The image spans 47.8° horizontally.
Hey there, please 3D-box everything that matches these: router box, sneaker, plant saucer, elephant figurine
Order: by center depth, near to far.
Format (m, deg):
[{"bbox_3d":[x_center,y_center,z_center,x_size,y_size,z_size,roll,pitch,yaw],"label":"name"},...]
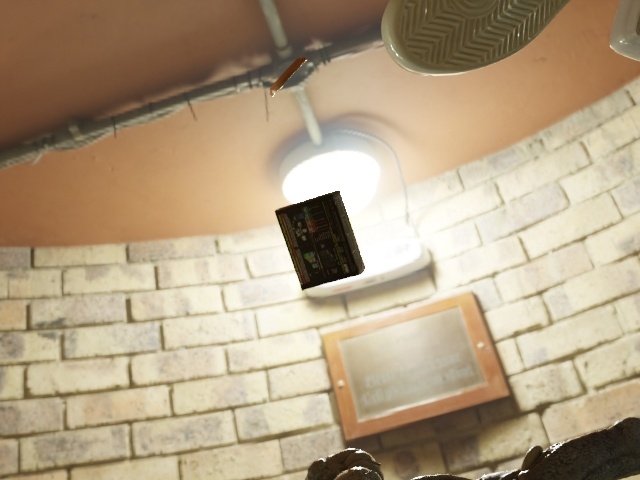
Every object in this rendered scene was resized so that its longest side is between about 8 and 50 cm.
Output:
[{"bbox_3d":[0.113,0.221,0.505,0.239,0.169,0.186,-1,-13,-26],"label":"elephant figurine"},{"bbox_3d":[0.196,-0.290,0.809,0.350,0.148,0.131,-33,-70,-15],"label":"sneaker"},{"bbox_3d":[0.000,0.000,1.008,0.092,0.122,0.038,-16,7,22],"label":"router box"},{"bbox_3d":[-0.055,-0.268,1.172,0.013,0.083,0.083,42,-52,-11],"label":"plant saucer"}]

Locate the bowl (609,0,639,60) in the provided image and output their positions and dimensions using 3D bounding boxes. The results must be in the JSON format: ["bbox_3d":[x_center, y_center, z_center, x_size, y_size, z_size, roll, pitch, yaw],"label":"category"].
[{"bbox_3d":[0.527,-0.340,1.095,0.142,0.142,0.053,17,7,6],"label":"bowl"}]
